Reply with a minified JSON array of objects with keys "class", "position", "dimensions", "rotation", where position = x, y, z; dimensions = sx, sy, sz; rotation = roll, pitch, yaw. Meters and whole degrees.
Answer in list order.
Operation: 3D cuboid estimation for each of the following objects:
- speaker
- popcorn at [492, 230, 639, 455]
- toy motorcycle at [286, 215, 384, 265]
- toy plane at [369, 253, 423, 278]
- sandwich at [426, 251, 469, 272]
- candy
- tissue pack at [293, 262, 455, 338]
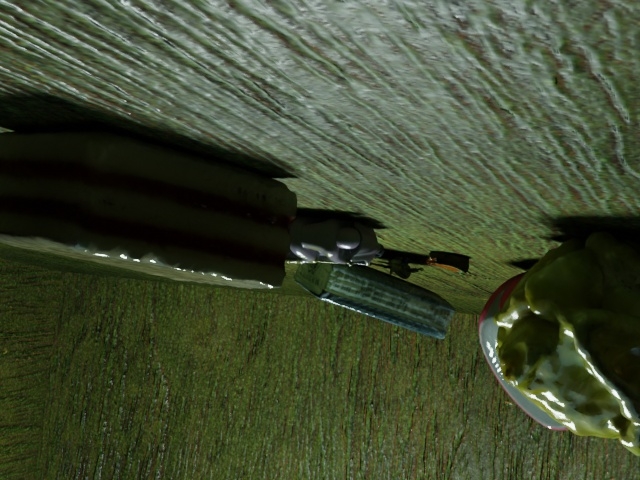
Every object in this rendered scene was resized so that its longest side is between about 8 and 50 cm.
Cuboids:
[{"class":"speaker","position":[0.417,0.184,1.885],"dimensions":[0.294,0.294,0.294],"rotation":[7,174,1]},{"class":"popcorn","position":[0.382,0.120,1.447],"dimensions":[0.312,0.312,0.312],"rotation":[7,174,1]},{"class":"toy motorcycle","position":[0.000,0.000,1.586],"dimensions":[0.225,0.073,0.152],"rotation":[7,173,-16]},{"class":"toy plane","position":[0.146,0.048,2.006],"dimensions":[0.102,0.040,0.111],"rotation":[10,178,25]},{"class":"sandwich","position":[0.222,0.037,1.906],"dimensions":[0.101,0.026,0.069],"rotation":[15,175,-34]},{"class":"candy","position":[-0.197,-0.033,1.226],"dimensions":[0.179,0.135,0.320],"rotation":[2,170,42]},{"class":"tissue pack","position":[0.098,0.094,2.021],"dimensions":[0.257,0.081,0.185],"rotation":[20,-178,-19]}]
